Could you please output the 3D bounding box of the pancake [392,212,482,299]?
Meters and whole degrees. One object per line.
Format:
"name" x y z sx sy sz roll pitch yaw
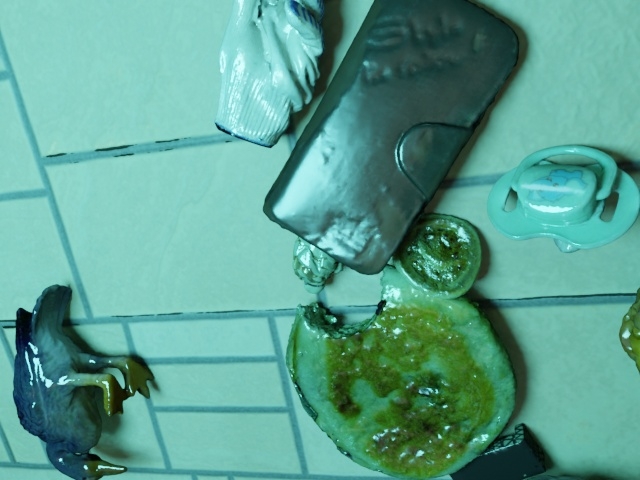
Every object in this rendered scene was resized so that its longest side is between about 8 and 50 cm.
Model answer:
"pancake" 0.136 0.017 0.717 0.108 0.017 0.108 -1 73 4

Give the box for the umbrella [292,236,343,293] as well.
"umbrella" 0.000 0.000 0.754 0.067 0.062 0.143 -1 114 -18

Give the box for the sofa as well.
"sofa" 0.230 0.293 0.816 0.118 0.039 0.060 -32 102 23

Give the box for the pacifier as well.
"pacifier" 0.260 -0.034 0.658 0.150 0.126 0.116 1 149 32

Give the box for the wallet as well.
"wallet" 0.072 -0.121 0.665 0.165 0.042 0.309 33 104 5

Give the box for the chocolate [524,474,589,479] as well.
"chocolate" 0.277 0.413 0.741 0.213 0.303 0.303 30 117 24

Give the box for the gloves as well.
"gloves" -0.052 -0.211 0.661 0.119 0.097 0.229 21 120 1

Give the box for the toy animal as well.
"toy animal" -0.362 0.214 0.898 0.186 0.122 0.298 -18 104 21

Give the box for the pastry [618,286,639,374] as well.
"pastry" 0.481 0.081 0.530 0.405 0.292 0.337 -15 96 30

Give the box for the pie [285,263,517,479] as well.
"pie" 0.101 0.176 0.786 0.303 0.067 0.302 4 111 11
